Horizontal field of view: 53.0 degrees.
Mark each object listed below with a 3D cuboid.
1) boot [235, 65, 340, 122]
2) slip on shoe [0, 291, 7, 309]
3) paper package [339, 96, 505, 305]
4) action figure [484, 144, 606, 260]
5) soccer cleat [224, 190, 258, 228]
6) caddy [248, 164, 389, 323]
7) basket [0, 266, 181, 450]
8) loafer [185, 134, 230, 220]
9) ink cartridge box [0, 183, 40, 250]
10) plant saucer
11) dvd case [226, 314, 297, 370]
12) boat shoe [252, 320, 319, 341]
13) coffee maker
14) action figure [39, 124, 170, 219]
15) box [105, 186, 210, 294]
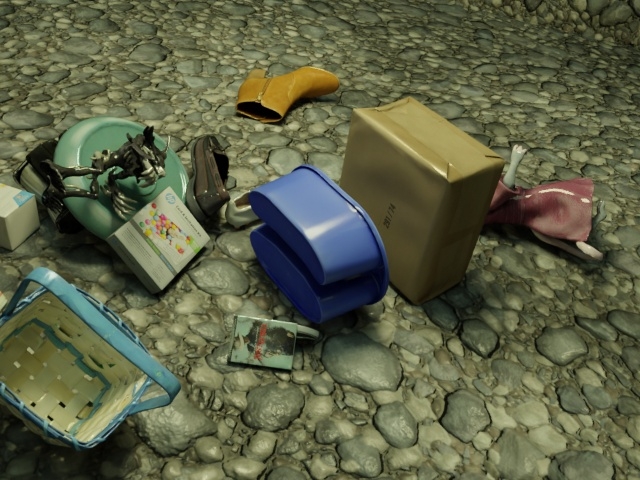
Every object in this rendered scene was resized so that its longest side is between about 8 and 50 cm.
[{"bbox_3d":[-0.093,-0.419,1.884,0.295,0.104,0.211,4,45,1],"label":"boot"},{"bbox_3d":[-0.578,0.117,0.994,0.101,0.331,0.123,40,56,-21],"label":"slip on shoe"},{"bbox_3d":[0.190,-0.091,1.370,0.168,0.324,0.309,-20,48,-32],"label":"paper package"},{"bbox_3d":[0.478,-0.078,1.575,0.370,0.248,0.275,-1,84,7],"label":"action figure"},{"bbox_3d":[-0.133,-0.088,1.489,0.196,0.076,0.068,-24,51,-34],"label":"soccer cleat"},{"bbox_3d":[0.000,0.000,1.289,0.179,0.241,0.341,-24,51,-26],"label":"caddy"},{"bbox_3d":[-0.362,0.171,0.934,0.254,0.289,0.201,48,48,-14],"label":"basket"},{"bbox_3d":[-0.244,-0.159,1.501,0.095,0.109,0.302,-23,37,13],"label":"loafer"},{"bbox_3d":[-0.675,-0.058,1.328,0.143,0.089,0.092,17,40,11],"label":"ink cartridge box"},{"bbox_3d":[-0.404,-0.134,1.370,0.318,0.044,0.317,25,50,-34],"label":"plant saucer"},{"bbox_3d":[-0.106,0.188,1.180,0.120,0.013,0.087,9,77,-1],"label":"dvd case"},{"bbox_3d":[-0.075,0.178,1.216,0.142,0.049,0.040,9,73,-4],"label":"boat shoe"},{"bbox_3d":[-0.543,-0.128,1.378,0.178,0.171,0.120,40,17,21],"label":"coffee maker"},{"bbox_3d":[-0.384,-0.123,1.235,0.276,0.164,0.141,-25,70,-41],"label":"action figure"},{"bbox_3d":[-0.325,-0.003,1.311,0.145,0.038,0.186,55,39,-16],"label":"box"}]
